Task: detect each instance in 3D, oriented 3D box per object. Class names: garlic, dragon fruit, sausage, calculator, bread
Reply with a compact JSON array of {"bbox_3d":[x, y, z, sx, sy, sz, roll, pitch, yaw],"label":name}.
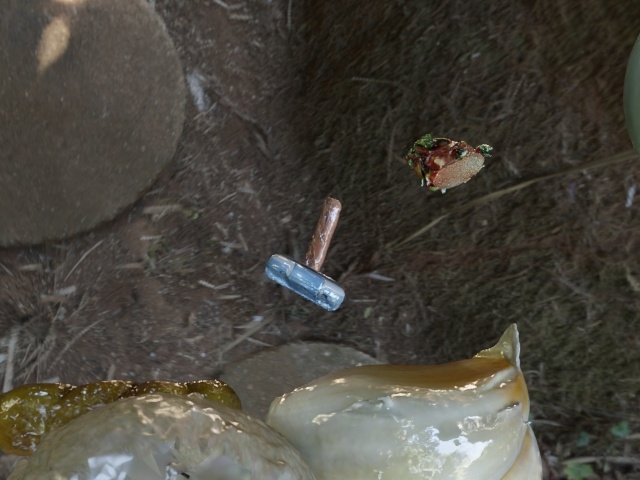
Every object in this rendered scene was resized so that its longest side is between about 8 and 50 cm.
[{"bbox_3d":[0.109,0.243,0.887,0.313,0.286,0.249,-15,48,-16],"label":"garlic"},{"bbox_3d":[0.258,-0.168,1.657,0.175,0.138,0.142,33,60,25],"label":"dragon fruit"},{"bbox_3d":[0.000,0.000,1.379,0.036,0.042,0.158,21,108,3],"label":"sausage"},{"bbox_3d":[-0.022,0.058,1.161,0.121,0.210,0.039,30,89,1],"label":"calculator"},{"bbox_3d":[-0.264,0.213,0.919,0.344,0.124,0.084,-1,54,-2],"label":"bread"}]

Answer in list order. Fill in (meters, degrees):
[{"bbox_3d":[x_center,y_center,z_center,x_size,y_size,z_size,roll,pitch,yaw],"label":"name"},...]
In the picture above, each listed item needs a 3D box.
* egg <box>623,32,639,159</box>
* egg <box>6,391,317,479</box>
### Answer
[{"bbox_3d":[0.362,-0.121,0.619,0.371,0.230,0.230,-15,89,-55],"label":"egg"},{"bbox_3d":[-0.129,0.270,0.715,0.310,0.279,0.279,40,73,-20],"label":"egg"}]
